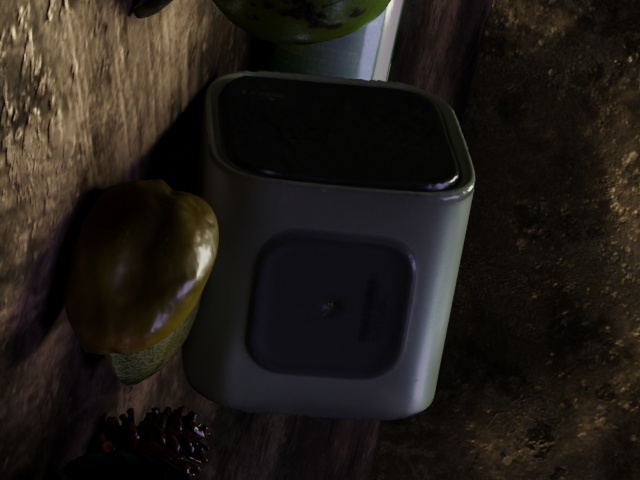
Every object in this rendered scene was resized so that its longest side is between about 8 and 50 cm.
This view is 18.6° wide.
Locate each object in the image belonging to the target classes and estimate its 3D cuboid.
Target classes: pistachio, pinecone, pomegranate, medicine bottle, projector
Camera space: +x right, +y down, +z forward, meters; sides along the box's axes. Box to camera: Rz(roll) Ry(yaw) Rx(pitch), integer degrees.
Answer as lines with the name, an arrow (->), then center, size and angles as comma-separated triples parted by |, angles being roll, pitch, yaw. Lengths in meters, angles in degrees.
pistachio -> -0.143, 0.014, 1.620 | 0.189, 0.110, 0.100 | -61, 150, -45
pinecone -> -0.160, 0.198, 1.844 | 0.109, 0.102, 0.102 | -36, 158, -12
pomegranate -> -0.043, -0.259, 1.632 | 0.211, 0.263, 0.211 | 42, -41, 50
medicine bottle -> 0.019, -0.235, 2.071 | 0.133, 0.133, 0.274 | -47, 151, -69
projector -> 0.000, 0.000, 1.884 | 0.248, 0.248, 0.249 | -99, -165, -60

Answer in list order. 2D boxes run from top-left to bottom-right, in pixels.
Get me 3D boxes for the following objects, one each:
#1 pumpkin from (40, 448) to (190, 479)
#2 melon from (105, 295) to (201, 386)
pumpkin -> -0.176, 0.271, 1.664 | 0.150, 0.194, 0.194 | -106, -164, -47
melon -> -0.145, 0.066, 1.751 | 0.160, 0.079, 0.128 | -4, 94, -81
